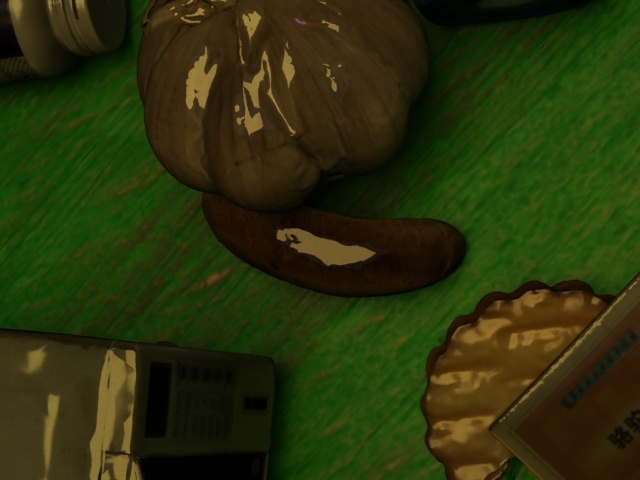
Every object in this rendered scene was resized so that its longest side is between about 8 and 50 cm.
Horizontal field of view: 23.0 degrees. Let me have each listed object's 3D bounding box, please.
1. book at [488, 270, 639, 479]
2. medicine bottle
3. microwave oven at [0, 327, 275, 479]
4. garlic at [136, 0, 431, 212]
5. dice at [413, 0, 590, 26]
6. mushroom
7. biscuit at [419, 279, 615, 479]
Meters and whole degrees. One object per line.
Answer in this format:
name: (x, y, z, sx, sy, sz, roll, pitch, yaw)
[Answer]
book: (0.260, 0.152, 1.074, 0.241, 0.018, 0.170, 43, 98, 1)
medicine bottle: (-0.257, -0.177, 1.249, 0.191, 0.107, 0.107, -5, 83, 16)
microwave oven: (-0.217, 0.261, 1.121, 0.333, 0.247, 0.394, 4, 85, 18)
garlic: (-0.033, -0.132, 1.129, 0.227, 0.152, 0.228, -8, 47, 9)
dice: (0.130, -0.234, 1.118, 0.143, 0.146, 0.146, -10, 82, 14)
mushroom: (-0.001, 0.002, 1.166, 0.209, 0.094, 0.072, 12, 85, 13)
biscuit: (0.147, 0.088, 1.122, 0.183, 0.061, 0.118, -31, 94, 10)
